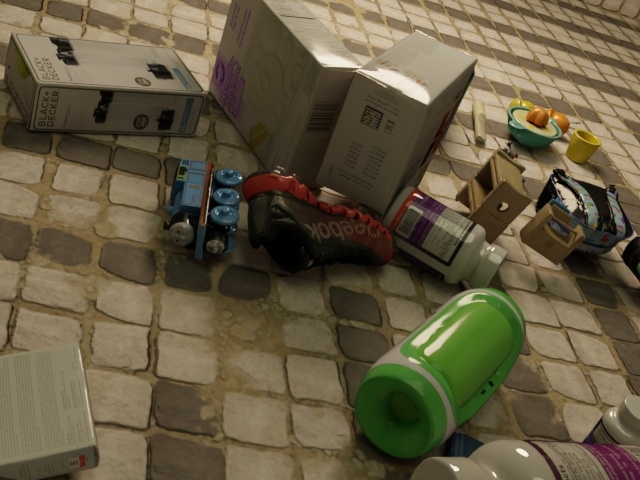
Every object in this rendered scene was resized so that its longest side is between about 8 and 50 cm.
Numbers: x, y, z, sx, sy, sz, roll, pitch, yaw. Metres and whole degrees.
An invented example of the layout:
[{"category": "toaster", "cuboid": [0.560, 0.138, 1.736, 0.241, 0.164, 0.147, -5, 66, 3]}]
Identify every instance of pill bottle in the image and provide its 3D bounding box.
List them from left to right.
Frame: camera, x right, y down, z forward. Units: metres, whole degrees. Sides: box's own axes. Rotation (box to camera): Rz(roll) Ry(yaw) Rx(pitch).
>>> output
[{"category": "pill bottle", "cuboid": [0.198, 0.003, 1.390, 0.193, 0.108, 0.108, 32, 33, 12]}, {"category": "pill bottle", "cuboid": [0.250, 0.302, 0.936, 0.301, 0.169, 0.169, 8, 36, -23]}, {"category": "pill bottle", "cuboid": [0.388, 0.260, 1.125, 0.067, 0.120, 0.067, 17, 33, -11]}]

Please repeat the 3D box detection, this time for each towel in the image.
[{"category": "towel", "cuboid": [0.210, 0.283, 1.067, 0.119, 0.029, 0.067, 23, 33, 0]}]

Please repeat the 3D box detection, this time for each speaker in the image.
[{"category": "speaker", "cuboid": [0.165, 0.163, 1.125, 0.131, 0.131, 0.296, 36, 34, 19]}]

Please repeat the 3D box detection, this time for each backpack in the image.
[{"category": "backpack", "cuboid": [0.497, -0.035, 1.623, 0.158, 0.117, 0.173, 15, 33, -13]}]

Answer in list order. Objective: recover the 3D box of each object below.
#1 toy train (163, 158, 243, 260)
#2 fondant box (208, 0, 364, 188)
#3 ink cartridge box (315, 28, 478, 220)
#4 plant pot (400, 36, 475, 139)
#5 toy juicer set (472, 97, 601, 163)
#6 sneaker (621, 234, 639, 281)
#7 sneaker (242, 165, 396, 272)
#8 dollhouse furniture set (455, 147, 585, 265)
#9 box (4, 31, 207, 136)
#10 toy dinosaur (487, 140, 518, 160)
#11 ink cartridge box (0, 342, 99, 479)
[{"category": "toy train", "cuboid": [-0.171, -0.046, 1.264, 0.105, 0.080, 0.184, 6, 37, -6]}, {"category": "fondant box", "cuboid": [-0.070, -0.279, 1.509, 0.096, 0.238, 0.330, -4, 41, -32]}, {"category": "ink cartridge box", "cuboid": [0.122, -0.179, 1.458, 0.130, 0.272, 0.309, 28, 32, 11]}, {"category": "plant pot", "cuboid": [0.235, -0.351, 1.881, 0.165, 0.166, 0.234, 25, 26, 3]}, {"category": "toy juicer set", "cuboid": [0.476, -0.286, 1.998, 0.328, 0.090, 0.209, 7, 36, -23]}, {"category": "sneaker", "cuboid": [0.748, -0.004, 1.676, 0.482, 0.185, 0.202, -15, 53, -46]}, {"category": "sneaker", "cuboid": [0.000, 0.000, 1.285, 0.276, 0.097, 0.135, 24, 56, -32]}, {"category": "dollhouse furniture set", "cuboid": [0.353, -0.042, 1.552, 0.183, 0.129, 0.129, 32, 30, -14]}, {"category": "box", "cuboid": [-0.357, -0.256, 1.437, 0.289, 0.087, 0.169, -2, 40, -34]}, {"category": "toy dinosaur", "cuboid": [0.403, -0.173, 1.838, 0.090, 0.047, 0.082, 20, 50, -25]}, {"category": "ink cartridge box", "cuboid": [-0.326, 0.184, 0.884, 0.179, 0.045, 0.145, -11, 43, -15]}]
